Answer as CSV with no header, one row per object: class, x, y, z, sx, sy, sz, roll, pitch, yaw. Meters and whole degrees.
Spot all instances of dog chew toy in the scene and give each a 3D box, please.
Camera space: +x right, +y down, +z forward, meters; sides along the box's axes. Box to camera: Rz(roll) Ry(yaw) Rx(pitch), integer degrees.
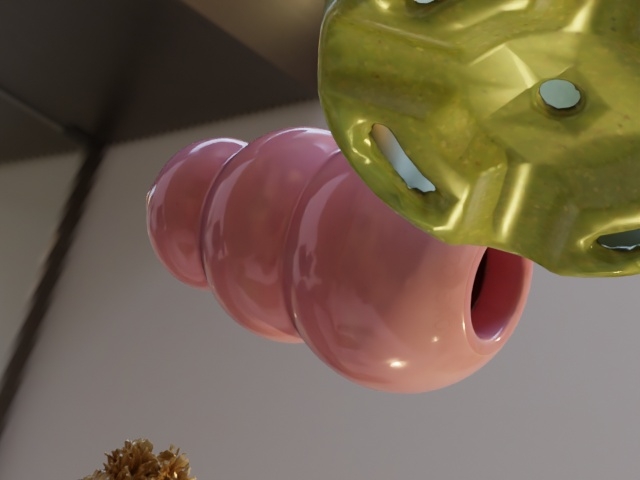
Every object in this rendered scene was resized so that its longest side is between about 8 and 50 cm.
dog chew toy,0.000,0.000,1.437,0.332,0.206,0.206,14,-106,32

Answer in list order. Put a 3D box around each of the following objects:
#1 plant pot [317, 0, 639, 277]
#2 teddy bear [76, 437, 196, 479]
plant pot,0.113,-0.133,0.718,0.276,0.276,0.254,-24,-144,38
teddy bear,-0.237,0.254,1.314,0.113,0.338,0.245,-101,-162,-62
